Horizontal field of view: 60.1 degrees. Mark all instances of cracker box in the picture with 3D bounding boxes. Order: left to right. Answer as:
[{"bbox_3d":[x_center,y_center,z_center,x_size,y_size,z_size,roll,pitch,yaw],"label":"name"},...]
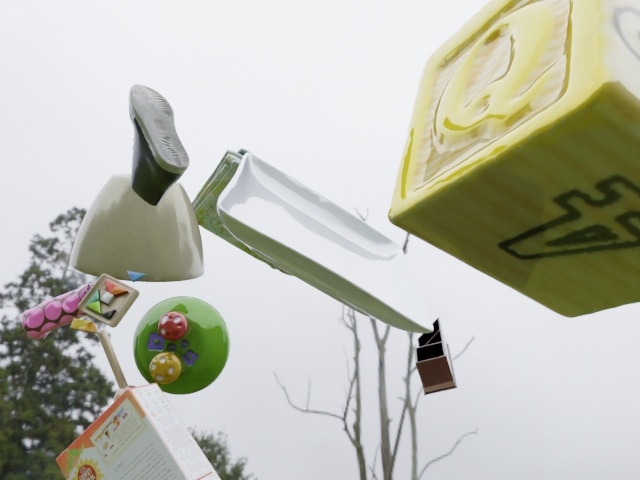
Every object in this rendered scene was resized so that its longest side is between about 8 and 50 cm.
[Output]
[{"bbox_3d":[-0.222,0.329,0.724,0.156,0.232,0.067,-44,-19,10],"label":"cracker box"}]

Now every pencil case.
[{"bbox_3d":[-0.660,0.187,1.429,0.210,0.098,0.095,-24,-32,7],"label":"pencil case"}]

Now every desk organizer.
[{"bbox_3d":[0.162,0.163,0.800,0.047,0.130,0.050,-16,-77,12],"label":"desk organizer"}]

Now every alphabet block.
[{"bbox_3d":[0.197,-0.077,0.419,0.197,0.192,0.193,28,-33,-18],"label":"alphabet block"}]

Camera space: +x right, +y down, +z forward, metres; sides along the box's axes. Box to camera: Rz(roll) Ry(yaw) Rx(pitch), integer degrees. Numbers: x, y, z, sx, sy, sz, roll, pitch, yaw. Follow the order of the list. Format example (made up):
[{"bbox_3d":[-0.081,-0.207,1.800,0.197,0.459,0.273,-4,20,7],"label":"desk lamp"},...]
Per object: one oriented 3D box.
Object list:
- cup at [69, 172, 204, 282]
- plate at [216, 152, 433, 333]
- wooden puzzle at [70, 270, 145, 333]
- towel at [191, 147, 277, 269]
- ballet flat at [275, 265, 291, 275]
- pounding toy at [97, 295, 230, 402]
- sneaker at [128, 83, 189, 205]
[{"bbox_3d":[-0.452,-0.045,1.419,0.332,0.331,0.236,7,-83,-11],"label":"cup"},{"bbox_3d":[0.000,0.000,0.715,0.278,0.277,0.045,31,-72,-11],"label":"plate"},{"bbox_3d":[-0.325,0.091,0.846,0.079,0.116,0.014,17,-26,14],"label":"wooden puzzle"},{"bbox_3d":[-0.192,-0.091,1.716,0.375,0.090,0.320,32,-47,-17],"label":"towel"},{"bbox_3d":[0.034,0.032,1.518,0.349,0.123,0.123,-1,-32,-41],"label":"ballet flat"},{"bbox_3d":[-0.286,0.199,0.989,0.237,0.182,0.110,-22,-8,0],"label":"pounding toy"},{"bbox_3d":[-0.318,-0.177,1.004,0.083,0.222,0.118,6,-41,-44],"label":"sneaker"}]
